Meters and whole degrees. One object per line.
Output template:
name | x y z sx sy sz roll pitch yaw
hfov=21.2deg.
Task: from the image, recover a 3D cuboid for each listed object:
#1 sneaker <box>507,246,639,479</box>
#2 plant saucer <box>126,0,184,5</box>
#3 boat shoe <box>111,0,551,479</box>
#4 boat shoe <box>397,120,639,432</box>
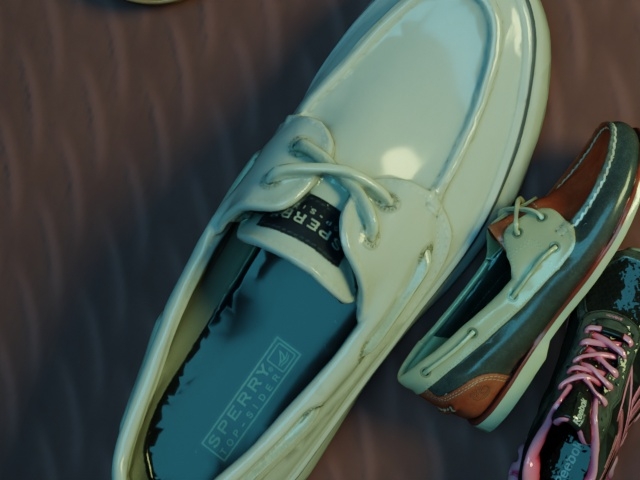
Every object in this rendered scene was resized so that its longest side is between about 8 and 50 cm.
sneaker | 0.105 0.059 0.661 0.047 0.057 0.119 19 89 16
plant saucer | -0.069 -0.142 0.737 0.083 0.013 0.084 -1 86 12
boat shoe | 0.000 0.000 0.672 0.096 0.088 0.267 36 95 13
boat shoe | 0.081 0.009 0.670 0.043 0.049 0.137 30 99 -9
